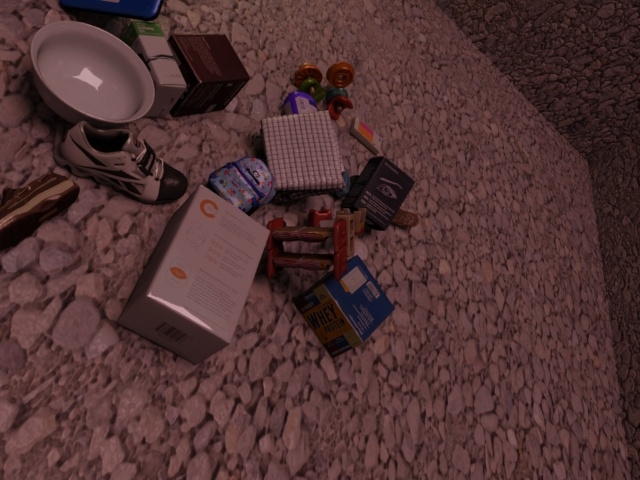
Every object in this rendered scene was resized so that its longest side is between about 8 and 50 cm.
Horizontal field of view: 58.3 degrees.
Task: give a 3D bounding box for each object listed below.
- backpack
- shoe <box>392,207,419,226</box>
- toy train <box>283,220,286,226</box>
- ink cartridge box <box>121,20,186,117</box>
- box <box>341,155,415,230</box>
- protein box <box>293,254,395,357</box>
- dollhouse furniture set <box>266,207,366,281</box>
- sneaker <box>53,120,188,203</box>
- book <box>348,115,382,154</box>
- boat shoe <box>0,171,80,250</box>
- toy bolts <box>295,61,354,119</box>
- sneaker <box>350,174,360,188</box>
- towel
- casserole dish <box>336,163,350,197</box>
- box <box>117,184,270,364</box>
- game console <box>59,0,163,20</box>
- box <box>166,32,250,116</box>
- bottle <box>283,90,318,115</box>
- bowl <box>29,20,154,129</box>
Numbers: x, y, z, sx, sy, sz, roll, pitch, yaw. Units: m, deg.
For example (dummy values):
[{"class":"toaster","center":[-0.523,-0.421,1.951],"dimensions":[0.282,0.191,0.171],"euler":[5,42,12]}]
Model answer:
[{"class":"backpack","center":[-0.206,-0.155,1.586],"dimensions":[0.173,0.117,0.158],"euler":[-34,89,-15]},{"class":"shoe","center":[0.259,-0.100,2.089],"dimensions":[0.219,0.058,0.077],"euler":[25,80,-25]},{"class":"toy train","center":[-0.122,0.003,1.665],"dimensions":[0.027,0.036,0.158],"euler":[31,46,-25]},{"class":"ink cartridge box","center":[-0.467,-0.461,1.562],"dimensions":[0.086,0.153,0.209],"euler":[-14,73,-46]},{"class":"box","center":[0.196,-0.160,1.949],"dimensions":[0.153,0.108,0.207],"euler":[36,81,-20]},{"class":"protein box","center":[0.072,0.186,1.651],"dimensions":[0.200,0.136,0.201],"euler":[55,41,0]},{"class":"dollhouse furniture set","center":[0.000,0.000,1.655],"dimensions":[0.374,0.201,0.152],"euler":[-31,122,-72]},{"class":"sneaker","center":[-0.457,-0.191,1.400],"dimensions":[0.330,0.146,0.123],"euler":[17,52,-37]},{"class":"book","center":[0.179,-0.411,2.233],"dimensions":[0.144,0.035,0.096],"euler":[37,41,-20]},{"class":"boat shoe","center":[-0.632,-0.068,1.204],"dimensions":[0.095,0.095,0.257],"euler":[37,36,1]},{"class":"toy bolts","center":[0.040,-0.586,2.109],"dimensions":[0.228,0.218,0.159],"euler":[36,35,-46]},{"class":"sneaker","center":[0.207,-0.209,2.057],"dimensions":[0.222,0.118,0.083],"euler":[11,57,-39]},{"class":"towel","center":[-0.058,-0.255,1.773],"dimensions":[0.234,0.121,0.284],"euler":[-7,64,-10]},{"class":"casserole dish","center":[0.057,-0.228,1.929],"dimensions":[0.188,0.036,0.114],"euler":[57,31,-41]},{"class":"box","center":[-0.289,0.078,1.359],"dimensions":[0.215,0.168,0.345],"euler":[35,45,-21]},{"class":"game console","center":[-0.540,-0.709,1.636],"dimensions":[0.292,0.173,0.250],"euler":[12,77,10]},{"class":"box","center":[-0.353,-0.484,1.672],"dimensions":[0.203,0.168,0.167],"euler":[-24,81,-48]},{"class":"bottle","center":[-0.049,-0.366,1.940],"dimensions":[0.118,0.092,0.283],"euler":[9,58,-42]},{"class":"bowl","center":[-0.576,-0.378,1.415],"dimensions":[0.297,0.134,0.298],"euler":[25,47,-30]}]
